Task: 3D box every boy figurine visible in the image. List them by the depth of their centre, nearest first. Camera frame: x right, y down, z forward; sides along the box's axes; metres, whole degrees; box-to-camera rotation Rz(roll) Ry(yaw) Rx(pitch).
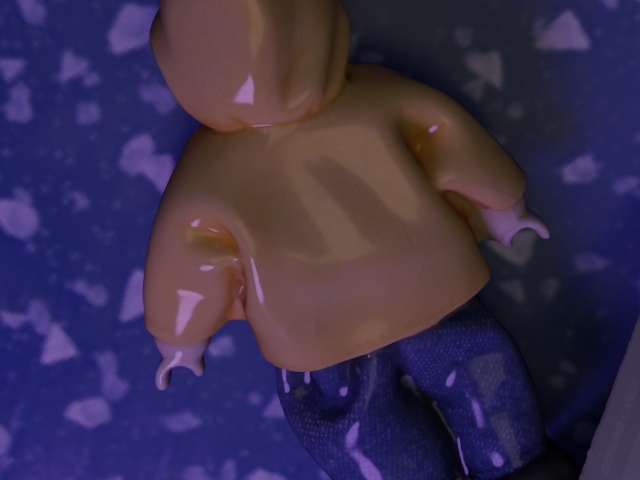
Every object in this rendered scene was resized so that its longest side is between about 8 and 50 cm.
[{"bbox_3d":[0.000,0.000,0.685,0.177,0.092,0.285,-28,102,-1],"label":"boy figurine"}]

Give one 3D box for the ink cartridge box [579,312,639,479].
[{"bbox_3d":[0.203,0.084,0.706,0.179,0.045,0.145,26,69,-5],"label":"ink cartridge box"}]
